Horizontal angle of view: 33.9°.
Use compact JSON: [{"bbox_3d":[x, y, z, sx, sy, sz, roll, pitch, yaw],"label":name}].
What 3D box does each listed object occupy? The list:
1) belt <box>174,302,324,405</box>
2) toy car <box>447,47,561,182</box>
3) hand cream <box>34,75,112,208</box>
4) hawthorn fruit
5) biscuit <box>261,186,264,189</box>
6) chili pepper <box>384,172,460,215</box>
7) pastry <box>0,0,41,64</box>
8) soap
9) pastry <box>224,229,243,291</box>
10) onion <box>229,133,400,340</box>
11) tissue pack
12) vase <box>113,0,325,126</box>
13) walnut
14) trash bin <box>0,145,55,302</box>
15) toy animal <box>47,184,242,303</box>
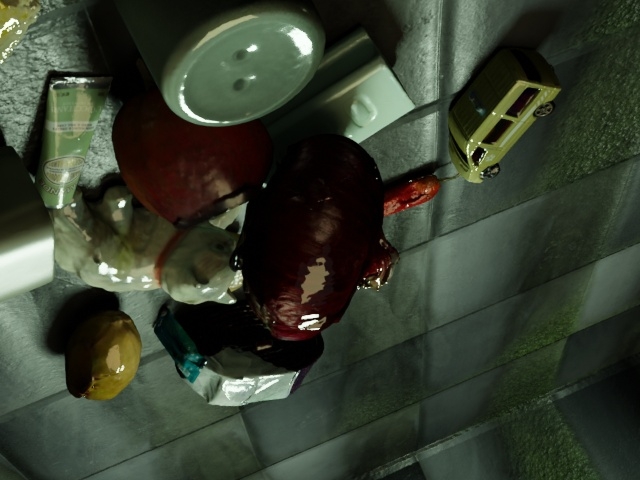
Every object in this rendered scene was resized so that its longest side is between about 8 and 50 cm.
[{"bbox_3d":[-0.147,0.232,2.114,0.289,0.184,0.164,-4,150,-27],"label":"belt"},{"bbox_3d":[0.291,-0.210,1.802,0.124,0.101,0.257,3,140,-36],"label":"toy car"},{"bbox_3d":[-0.352,-0.131,1.447,0.086,0.055,0.235,-8,141,-36],"label":"hand cream"},{"bbox_3d":[-0.185,-0.135,1.420,0.215,0.215,0.250,-31,118,10],"label":"hawthorn fruit"},{"bbox_3d":[-0.046,-0.099,1.793,0.130,0.019,0.102,7,138,-46],"label":"biscuit"},{"bbox_3d":[0.147,-0.080,1.960,0.268,0.050,0.059,-20,168,-10],"label":"chili pepper"},{"bbox_3d":[-0.401,-0.233,1.190,0.258,0.089,0.121,-37,164,25],"label":"pastry"},{"bbox_3d":[-0.006,-0.190,1.593,0.265,0.087,0.160,-31,153,10],"label":"soap"},{"bbox_3d":[-0.194,0.044,1.849,0.153,0.081,0.153,-17,154,-9],"label":"pastry"},{"bbox_3d":[0.000,0.000,1.508,0.232,0.314,0.314,18,148,5],"label":"onion"},{"bbox_3d":[-0.271,0.199,1.994,0.028,0.138,0.085,-21,156,-42],"label":"tissue pack"},{"bbox_3d":[-0.122,-0.285,1.113,0.245,0.291,0.245,-22,151,-13],"label":"vase"},{"bbox_3d":[-0.398,0.214,1.916,0.137,0.137,0.245,-6,139,-33],"label":"walnut"},{"bbox_3d":[-0.499,0.000,1.387,0.250,0.220,0.219,-21,154,-26],"label":"trash bin"},{"bbox_3d":[-0.273,0.016,1.638,0.266,0.188,0.308,-23,157,13],"label":"toy animal"}]
